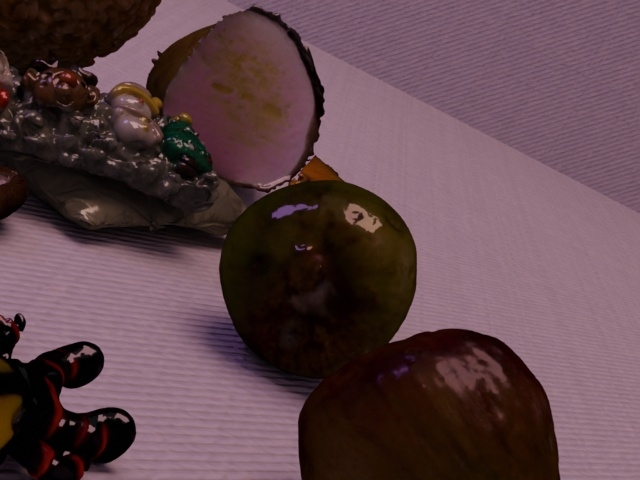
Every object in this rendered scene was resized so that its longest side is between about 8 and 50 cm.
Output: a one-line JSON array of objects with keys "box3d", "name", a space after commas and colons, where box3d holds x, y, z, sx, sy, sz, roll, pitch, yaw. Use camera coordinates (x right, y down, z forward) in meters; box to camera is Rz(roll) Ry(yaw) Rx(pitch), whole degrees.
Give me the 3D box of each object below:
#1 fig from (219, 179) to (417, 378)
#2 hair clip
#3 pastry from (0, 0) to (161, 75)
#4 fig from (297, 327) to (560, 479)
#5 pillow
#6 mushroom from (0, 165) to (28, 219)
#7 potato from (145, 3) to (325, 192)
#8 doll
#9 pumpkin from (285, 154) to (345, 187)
[{"box3d": [0.000, 0.037, 1.220, 0.181, 0.181, 0.191, 29, -9, 5], "name": "fig"}, {"box3d": [-0.235, -0.123, 1.288, 0.321, 0.091, 0.138, 13, 33, -31], "name": "hair clip"}, {"box3d": [-0.362, -0.296, 1.440, 0.410, 0.245, 0.409, -11, -8, -2], "name": "pastry"}, {"box3d": [0.103, 0.210, 0.962, 0.191, 0.191, 0.290, -10, 77, -66], "name": "fig"}, {"box3d": [-0.235, -0.092, 1.428, 0.274, 0.076, 0.281, 38, 19, 29], "name": "pillow"}, {"box3d": [-0.323, -0.051, 1.185, 0.123, 0.052, 0.123, 25, 8, -4], "name": "mushroom"}, {"box3d": [-0.125, -0.169, 1.686, 0.229, 0.229, 0.266, 24, -9, -15], "name": "potato"}, {"box3d": [-0.214, 0.100, 0.813, 0.127, 0.088, 0.249, 37, 14, 30], "name": "doll"}, {"box3d": [0.003, -0.001, 1.449, 0.126, 0.131, 0.248, 19, 20, 0], "name": "pumpkin"}]
